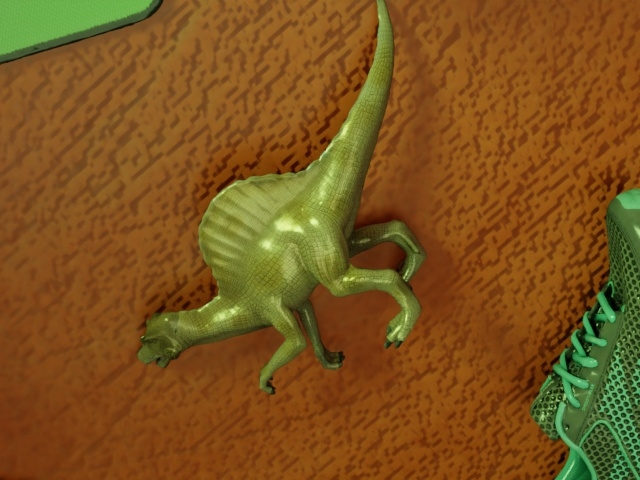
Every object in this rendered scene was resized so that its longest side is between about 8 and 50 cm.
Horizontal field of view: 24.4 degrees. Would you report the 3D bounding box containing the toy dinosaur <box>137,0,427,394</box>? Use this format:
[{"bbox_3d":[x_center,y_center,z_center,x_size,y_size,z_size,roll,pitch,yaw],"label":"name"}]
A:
[{"bbox_3d":[0.000,0.000,0.599,0.092,0.053,0.183,35,101,-18],"label":"toy dinosaur"}]

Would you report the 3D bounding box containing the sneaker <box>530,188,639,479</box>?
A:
[{"bbox_3d":[0.127,0.060,0.640,0.076,0.065,0.167,-9,110,-2],"label":"sneaker"}]

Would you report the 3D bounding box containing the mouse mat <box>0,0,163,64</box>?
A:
[{"bbox_3d":[-0.152,-0.151,0.541,0.152,0.007,0.190,-17,113,-3],"label":"mouse mat"}]
